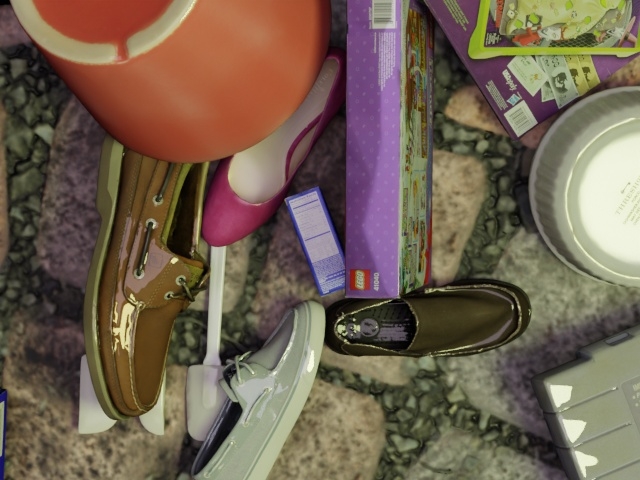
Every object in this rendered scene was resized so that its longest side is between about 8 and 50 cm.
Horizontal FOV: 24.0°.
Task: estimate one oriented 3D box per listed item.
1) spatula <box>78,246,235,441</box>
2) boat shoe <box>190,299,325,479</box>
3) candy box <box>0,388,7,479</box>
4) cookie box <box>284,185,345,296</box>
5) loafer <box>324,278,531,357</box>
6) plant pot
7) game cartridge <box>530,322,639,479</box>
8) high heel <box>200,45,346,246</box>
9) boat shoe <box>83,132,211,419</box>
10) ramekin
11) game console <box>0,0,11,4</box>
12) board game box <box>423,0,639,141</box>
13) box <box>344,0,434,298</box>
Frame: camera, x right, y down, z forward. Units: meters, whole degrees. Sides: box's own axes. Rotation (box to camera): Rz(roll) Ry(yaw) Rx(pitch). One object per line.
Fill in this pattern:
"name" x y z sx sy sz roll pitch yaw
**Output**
"spatula" -0.168 0.090 1.604 0.168 0.019 0.242 3 89 5
"boat shoe" -0.067 0.161 1.558 0.081 0.079 0.227 21 98 -21
"candy box" -0.503 0.283 1.582 0.317 0.122 0.268 4 94 3
"cookie box" 0.000 0.000 1.549 0.040 0.092 0.107 -20 90 1
"loafer" 0.109 0.089 1.551 0.220 0.078 0.080 -9 92 5
"plant pot" -0.151 -0.224 1.400 0.275 0.243 0.274 -2 81 15
"game cartridge" 0.408 0.171 1.511 0.355 0.068 0.230 -21 86 -10
"high heel" -0.047 -0.093 1.533 0.082 0.117 0.244 42 94 1
"boat shoe" -0.170 0.031 1.532 0.104 0.111 0.307 1 89 16
"ramekin" 0.316 -0.049 1.504 0.207 0.109 0.207 0 99 1
"game console" -0.269 -0.289 1.579 0.361 0.044 0.213 -3 92 5
"board game box" 0.193 -0.272 1.442 0.208 0.056 0.347 -32 130 8
"box" 0.070 -0.095 1.483 0.057 0.201 0.293 1 92 13
